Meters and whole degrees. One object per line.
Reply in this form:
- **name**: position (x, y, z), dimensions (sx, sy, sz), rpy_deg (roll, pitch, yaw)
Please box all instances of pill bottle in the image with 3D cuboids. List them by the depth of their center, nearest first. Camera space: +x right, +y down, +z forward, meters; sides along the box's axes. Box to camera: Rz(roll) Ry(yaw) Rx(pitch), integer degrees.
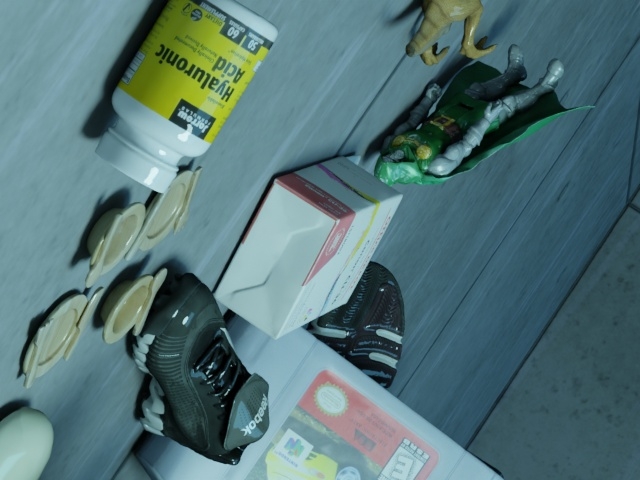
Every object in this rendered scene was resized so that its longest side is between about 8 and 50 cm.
- **pill bottle**: position (-0.079, -0.088, 1.084), dimensions (0.116, 0.065, 0.065), rpy_deg (-58, 166, 5)

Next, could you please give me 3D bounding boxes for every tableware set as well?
- **tableware set**: position (-0.133, 0.023, 1.243), dimensions (0.141, 0.020, 0.168), rpy_deg (-63, 165, 24)

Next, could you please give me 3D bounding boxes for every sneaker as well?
- **sneaker**: position (-0.081, 0.103, 1.421), dimensions (0.078, 0.106, 0.234), rpy_deg (-52, 165, -25)
- **sneaker**: position (-0.029, 0.146, 1.706), dimensions (0.106, 0.162, 0.281), rpy_deg (19, 84, -39)

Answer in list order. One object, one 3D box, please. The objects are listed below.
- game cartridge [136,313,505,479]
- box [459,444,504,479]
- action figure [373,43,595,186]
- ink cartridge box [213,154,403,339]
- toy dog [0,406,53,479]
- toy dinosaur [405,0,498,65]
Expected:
- **game cartridge**: position (0.000, 0.206, 1.598), dimensions (0.196, 0.294, 0.060), rpy_deg (-54, -159, -4)
- **box**: position (-0.011, 0.372, 2.050), dimensions (0.395, 0.212, 0.293), rpy_deg (-28, 148, -62)
- **action figure**: position (0.128, -0.106, 1.716), dimensions (0.232, 0.137, 0.063), rpy_deg (-36, 133, -37)
- **ink cartridge box**: position (0.000, 0.000, 1.556), dimensions (0.115, 0.067, 0.198), rpy_deg (-62, 166, 19)
- **toy dog**: position (-0.119, 0.363, 1.231), dimensions (0.395, 0.408, 0.284), rpy_deg (-50, 164, -29)
- **toy dinosaur**: position (0.099, -0.186, 1.542), dimensions (0.211, 0.064, 0.112), rpy_deg (-59, 152, -34)
